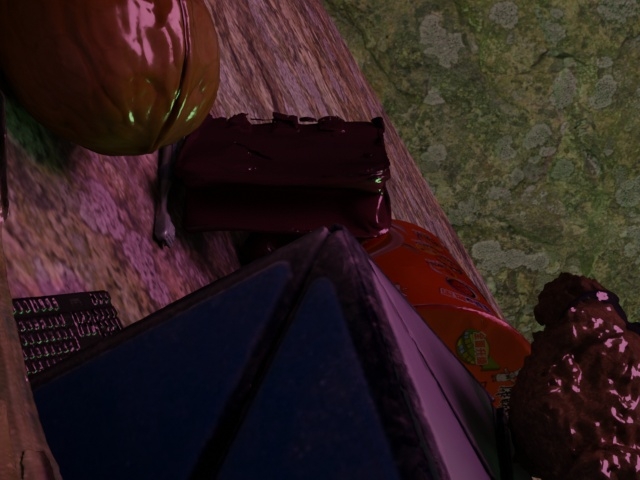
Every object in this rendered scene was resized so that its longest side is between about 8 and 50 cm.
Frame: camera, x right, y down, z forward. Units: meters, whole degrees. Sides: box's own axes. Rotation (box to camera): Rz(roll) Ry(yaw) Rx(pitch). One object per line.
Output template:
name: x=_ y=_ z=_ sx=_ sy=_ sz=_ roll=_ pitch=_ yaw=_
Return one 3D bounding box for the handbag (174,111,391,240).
handbag: x=-0.034 y=-0.068 z=1.097 sx=0.216 sy=0.203 sz=0.074 roll=-95 pitch=-173 yaw=-68

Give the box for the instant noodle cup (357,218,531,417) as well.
instant noodle cup: x=0.063 y=0.111 z=1.062 sx=0.250 sy=0.250 sz=0.192 roll=56 pitch=8 yaw=-32

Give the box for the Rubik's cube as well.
Rubik's cube: x=-0.012 y=0.186 z=0.565 sx=0.255 sy=0.259 sz=0.260 roll=49 pitch=21 yaw=-52

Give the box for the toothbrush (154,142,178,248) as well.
toothbrush: x=-0.142 y=-0.063 z=1.058 sx=0.019 sy=0.016 sz=0.219 roll=57 pitch=14 yaw=-34

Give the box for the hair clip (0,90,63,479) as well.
hair clip: x=-0.193 y=0.045 z=0.495 sx=0.091 sy=0.138 sz=0.321 roll=119 pitch=-39 yaw=-48

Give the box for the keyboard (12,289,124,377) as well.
keyboard: x=-0.170 y=0.063 z=0.713 sx=0.061 sy=0.013 sz=0.204 roll=66 pitch=13 yaw=6

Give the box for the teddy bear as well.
teddy bear: x=0.175 y=0.103 z=0.631 sx=0.182 sy=0.129 sz=0.251 roll=65 pitch=11 yaw=26

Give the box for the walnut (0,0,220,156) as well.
walnut: x=-0.163 y=-0.158 z=0.843 sx=0.207 sy=0.167 sz=0.167 roll=65 pitch=13 yaw=10

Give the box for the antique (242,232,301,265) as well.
antique: x=0.000 y=0.000 z=1.247 sx=0.143 sy=0.121 sz=0.257 roll=53 pitch=17 yaw=-16
